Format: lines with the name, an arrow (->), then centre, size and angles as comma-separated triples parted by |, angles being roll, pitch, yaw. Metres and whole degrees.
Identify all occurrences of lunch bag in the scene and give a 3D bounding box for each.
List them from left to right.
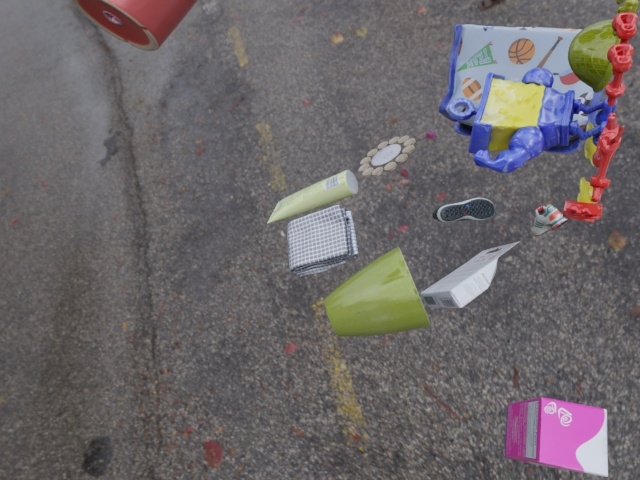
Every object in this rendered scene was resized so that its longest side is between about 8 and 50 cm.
lunch bag -> 0.488, -0.349, 1.157 | 0.328, 0.385, 0.238 | 15, 103, 21

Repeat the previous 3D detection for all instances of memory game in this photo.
memory game -> 0.193, -0.246, 1.407 | 0.186, 0.012, 0.186 | -27, 31, 18

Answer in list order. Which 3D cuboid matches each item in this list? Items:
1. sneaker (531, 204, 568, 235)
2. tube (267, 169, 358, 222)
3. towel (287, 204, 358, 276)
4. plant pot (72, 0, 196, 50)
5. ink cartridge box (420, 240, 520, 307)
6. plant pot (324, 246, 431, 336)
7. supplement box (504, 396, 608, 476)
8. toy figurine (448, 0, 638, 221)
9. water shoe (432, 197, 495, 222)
sneaker -> 0.661, -0.065, 1.419 | 0.057, 0.161, 0.075 | -32, 83, -4
tube -> -0.023, -0.104, 1.176 | 0.240, 0.070, 0.062 | -18, 80, 29
towel -> 0.000, 0.000, 1.945 | 0.284, 0.121, 0.235 | -19, 58, 23
plant pot -> -0.383, -0.565, 1.020 | 0.275, 0.275, 0.243 | 20, 82, 37
ink cartridge box -> 0.397, 0.095, 1.255 | 0.232, 0.189, 0.066 | -28, 88, -13
plant pot -> 0.172, 0.200, 1.578 | 0.294, 0.274, 0.274 | -22, 47, 8
supplement box -> 0.433, 0.367, 0.903 | 0.111, 0.220, 0.113 | 9, 71, 8
toy figurine -> 0.291, -0.213, 0.665 | 0.217, 0.191, 0.362 | 9, 63, 24
water shoe -> 0.463, -0.100, 1.560 | 0.203, 0.072, 0.080 | -4, 5, -13
